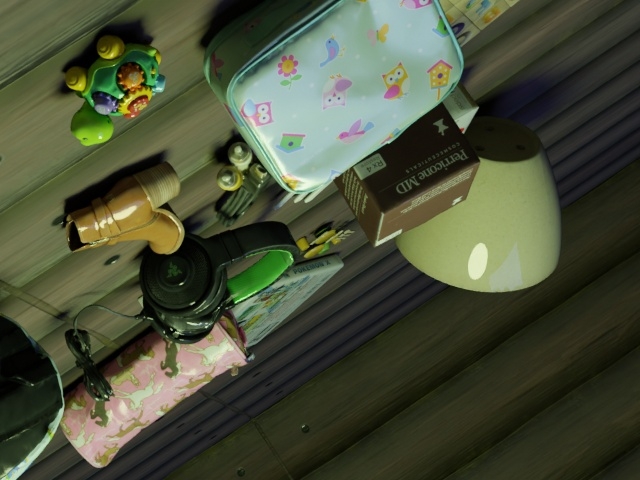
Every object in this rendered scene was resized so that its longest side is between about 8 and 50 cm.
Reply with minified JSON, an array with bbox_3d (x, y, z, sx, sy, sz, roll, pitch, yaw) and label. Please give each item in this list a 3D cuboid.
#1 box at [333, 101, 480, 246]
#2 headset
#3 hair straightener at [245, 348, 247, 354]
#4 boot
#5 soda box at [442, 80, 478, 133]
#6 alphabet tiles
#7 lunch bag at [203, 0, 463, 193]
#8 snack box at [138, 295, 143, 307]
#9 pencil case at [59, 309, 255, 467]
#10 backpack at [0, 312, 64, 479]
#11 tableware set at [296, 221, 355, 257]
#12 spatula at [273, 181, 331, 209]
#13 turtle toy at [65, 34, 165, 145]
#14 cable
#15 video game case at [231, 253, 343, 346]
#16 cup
[{"bbox_3d":[0.105,-0.132,1.722,0.168,0.203,0.167,-29,165,-10],"label":"box"},{"bbox_3d":[-0.207,0.103,1.844,0.394,0.185,0.243,-22,162,-14],"label":"headset"},{"bbox_3d":[-0.235,0.222,2.362,0.230,0.047,0.089,7,140,-40],"label":"hair straightener"},{"bbox_3d":[-0.264,-0.018,1.558,0.152,0.073,0.197,-30,154,-22],"label":"boot"},{"bbox_3d":[0.200,-0.194,2.022,0.069,0.074,0.216,-29,165,-19],"label":"soda box"},{"bbox_3d":[0.210,-0.351,1.647,0.285,0.011,0.342,-38,166,15],"label":"alphabet tiles"},{"bbox_3d":[0.018,-0.209,1.344,0.279,0.108,0.224,-37,131,-2],"label":"lunch bag"},{"bbox_3d":[-0.227,0.062,2.004,0.178,0.022,0.064,-35,165,4],"label":"snack box"},{"bbox_3d":[-0.315,0.266,2.209,0.386,0.167,0.160,-35,-171,3],"label":"pencil case"},{"bbox_3d":[-0.507,0.237,1.496,0.355,0.290,0.273,-37,176,-19],"label":"backpack"},{"bbox_3d":[0.000,0.000,2.329,0.104,0.024,0.154,-36,168,21],"label":"tableware set"},{"bbox_3d":[0.026,-0.134,1.951,0.242,0.019,0.168,-40,171,26],"label":"spatula"},{"bbox_3d":[-0.214,-0.154,1.214,0.130,0.066,0.095,-40,165,20],"label":"turtle toy"},{"bbox_3d":[-0.106,-0.103,1.725,0.139,0.072,0.287,-49,-178,-15],"label":"cable"},{"bbox_3d":[-0.140,0.154,2.493,0.329,0.036,0.300,-42,164,32],"label":"video game case"},{"bbox_3d":[0.317,-0.095,2.228,0.331,0.331,0.237,-25,137,-34],"label":"cup"}]
